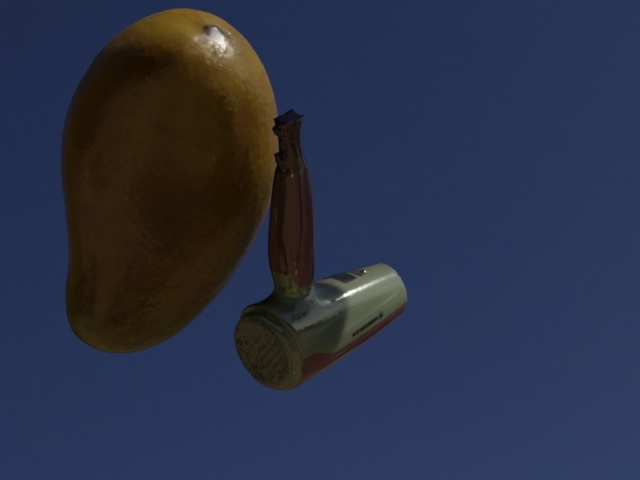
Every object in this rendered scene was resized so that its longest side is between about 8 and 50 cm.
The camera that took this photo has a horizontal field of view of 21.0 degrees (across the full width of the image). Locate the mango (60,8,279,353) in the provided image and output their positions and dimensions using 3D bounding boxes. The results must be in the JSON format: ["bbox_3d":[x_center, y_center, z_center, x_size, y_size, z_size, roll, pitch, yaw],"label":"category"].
[{"bbox_3d":[-0.097,-0.033,1.072,0.136,0.099,0.227,10,-70,-15],"label":"mango"}]

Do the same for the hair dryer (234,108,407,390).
[{"bbox_3d":[-0.005,0.000,0.998,0.106,0.054,0.154,-30,-58,-36],"label":"hair dryer"}]
